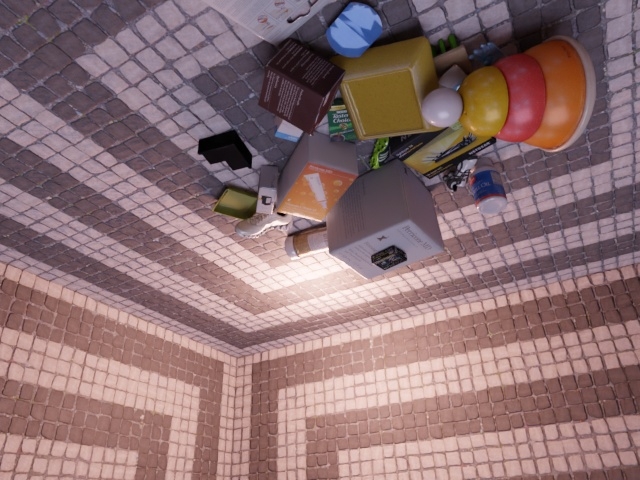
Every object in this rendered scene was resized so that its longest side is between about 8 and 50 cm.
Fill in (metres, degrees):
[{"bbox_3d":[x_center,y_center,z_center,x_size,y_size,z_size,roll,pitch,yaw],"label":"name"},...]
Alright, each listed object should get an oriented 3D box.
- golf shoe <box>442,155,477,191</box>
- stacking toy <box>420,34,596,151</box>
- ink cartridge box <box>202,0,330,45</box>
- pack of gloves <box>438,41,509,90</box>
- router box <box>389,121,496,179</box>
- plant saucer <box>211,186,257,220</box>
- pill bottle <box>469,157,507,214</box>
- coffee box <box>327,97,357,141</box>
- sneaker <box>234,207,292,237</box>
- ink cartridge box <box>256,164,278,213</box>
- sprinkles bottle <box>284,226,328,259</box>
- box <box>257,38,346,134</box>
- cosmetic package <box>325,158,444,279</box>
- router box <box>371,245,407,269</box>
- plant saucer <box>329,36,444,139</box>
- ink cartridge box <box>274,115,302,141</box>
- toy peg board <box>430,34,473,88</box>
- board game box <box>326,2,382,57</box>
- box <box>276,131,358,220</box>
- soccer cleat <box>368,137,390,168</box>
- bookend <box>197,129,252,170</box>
[{"bbox_3d":[0.601,-0.279,2.020,0.077,0.094,0.198,-8,157,-26],"label":"golf shoe"},{"bbox_3d":[0.538,-0.435,1.489,0.479,0.351,0.351,-6,149,-7],"label":"stacking toy"},{"bbox_3d":[-0.153,-0.723,1.298,0.308,0.091,0.385,-27,158,33],"label":"ink cartridge box"},{"bbox_3d":[0.517,-0.537,1.569,0.232,0.046,0.195,4,145,-47],"label":"pack of gloves"},{"bbox_3d":[0.451,-0.372,1.794,0.242,0.081,0.308,23,143,-35],"label":"router box"},{"bbox_3d":[-0.372,-0.172,2.179,0.188,0.045,0.188,15,144,-28],"label":"plant saucer"},{"bbox_3d":[0.690,-0.229,2.000,0.124,0.222,0.124,-2,148,-1],"label":"pill bottle"},{"bbox_3d":[0.081,-0.444,1.775,0.113,0.041,0.184,-4,148,2],"label":"coffee box"},{"bbox_3d":[-0.258,-0.095,2.220,0.292,0.110,0.118,-16,147,-29],"label":"sneaker"},{"bbox_3d":[-0.228,-0.216,2.040,0.072,0.128,0.175,6,147,-9],"label":"ink cartridge box"},{"bbox_3d":[0.000,0.000,2.416,0.355,0.121,0.121,-15,146,19],"label":"sprinkles bottle"},{"bbox_3d":[-0.062,-0.480,1.514,0.203,0.167,0.168,30,145,0],"label":"box"},{"bbox_3d":[0.270,-0.082,2.108,0.393,0.328,0.329,-24,142,29],"label":"cosmetic package"},{"bbox_3d":[0.286,0.074,2.015,0.122,0.038,0.092,-28,141,34],"label":"router box"},{"bbox_3d":[0.217,-0.462,1.579,0.332,0.081,0.333,-1,137,27],"label":"plant saucer"},{"bbox_3d":[-0.098,-0.440,1.718,0.089,0.092,0.143,12,146,-24],"label":"ink cartridge box"},{"bbox_3d":[0.396,-0.579,1.566,0.161,0.079,0.160,-18,161,24],"label":"toy peg board"},{"bbox_3d":[0.103,-0.639,1.455,0.133,0.033,0.168,28,134,-27],"label":"board game box"},{"bbox_3d":[-0.023,-0.252,1.958,0.214,0.168,0.345,12,145,-22],"label":"box"},{"bbox_3d":[0.249,-0.358,1.924,0.072,0.060,0.179,-15,151,-25],"label":"soccer cleat"},{"bbox_3d":[-0.370,-0.337,1.884,0.156,0.072,0.157,-11,148,16],"label":"bookend"}]
